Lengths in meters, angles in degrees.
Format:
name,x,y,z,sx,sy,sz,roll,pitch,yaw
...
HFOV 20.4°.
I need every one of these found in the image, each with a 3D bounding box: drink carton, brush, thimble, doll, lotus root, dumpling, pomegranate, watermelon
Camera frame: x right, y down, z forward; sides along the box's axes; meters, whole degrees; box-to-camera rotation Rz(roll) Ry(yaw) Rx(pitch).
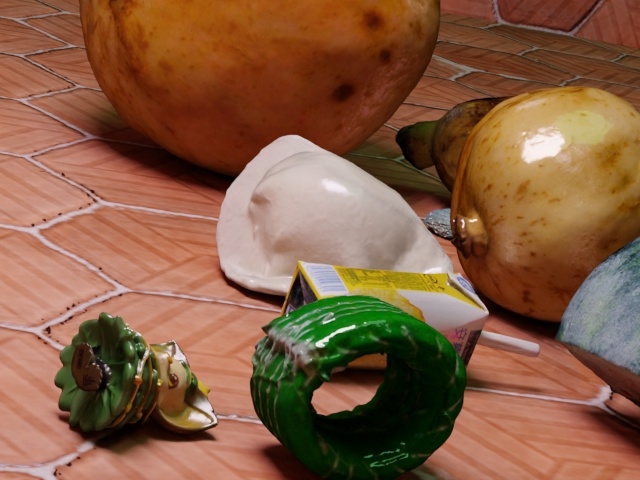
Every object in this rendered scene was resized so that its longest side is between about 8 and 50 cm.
name,x,y,z,sx,sy,sz,roll,pitch,yaw
drink carton,0.072,0.063,1.377,0.200,0.084,0.074,5,27,-27
brush,0.193,0.009,1.785,0.196,0.021,0.070,26,20,36
thimble,0.021,0.095,1.161,0.130,0.118,0.090,25,4,-29
doll,-0.124,0.100,1.171,0.113,0.077,0.078,39,15,-54
lotus root,0.227,-0.084,1.906,0.314,0.141,0.169,16,11,16
dumpling,0.000,0.000,1.504,0.151,0.124,0.229,-41,52,-22
pomegranate,0.207,-0.027,1.588,0.215,0.215,0.215,11,15,-3
pomegranate,-0.047,-0.242,1.875,0.410,0.410,0.410,11,15,-3
watermelon,0.360,0.065,1.335,0.322,0.175,0.188,6,-4,-18
